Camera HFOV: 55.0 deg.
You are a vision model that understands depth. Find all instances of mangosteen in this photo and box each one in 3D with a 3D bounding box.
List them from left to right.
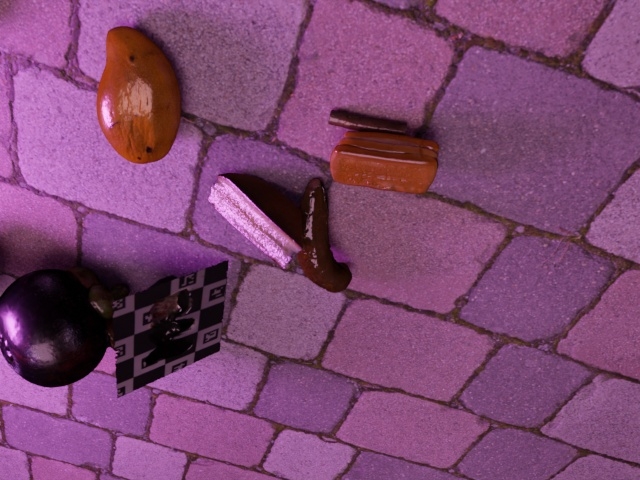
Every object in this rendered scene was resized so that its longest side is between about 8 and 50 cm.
[{"bbox_3d":[-0.632,0.202,1.501,0.300,0.300,0.300,5,132,6],"label":"mangosteen"}]

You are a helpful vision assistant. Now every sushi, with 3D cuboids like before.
[{"bbox_3d":[-0.392,0.190,1.525,0.296,0.100,0.373,-21,142,-31],"label":"sushi"}]

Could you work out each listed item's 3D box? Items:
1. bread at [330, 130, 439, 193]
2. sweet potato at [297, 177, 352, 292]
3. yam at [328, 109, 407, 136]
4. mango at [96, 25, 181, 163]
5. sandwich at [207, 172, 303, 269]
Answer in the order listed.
[{"bbox_3d":[0.119,-0.148,1.154,0.200,0.077,0.116,8,160,5],"label":"bread"},{"bbox_3d":[-0.003,-0.003,1.329,0.112,0.085,0.286,-21,120,-16],"label":"sweet potato"},{"bbox_3d":[0.087,-0.216,1.143,0.145,0.032,0.032,10,133,2],"label":"yam"},{"bbox_3d":[-0.339,-0.256,1.136,0.157,0.109,0.262,10,131,7],"label":"mango"},{"bbox_3d":[-0.117,-0.050,1.264,0.258,0.096,0.094,42,131,20],"label":"sandwich"}]
